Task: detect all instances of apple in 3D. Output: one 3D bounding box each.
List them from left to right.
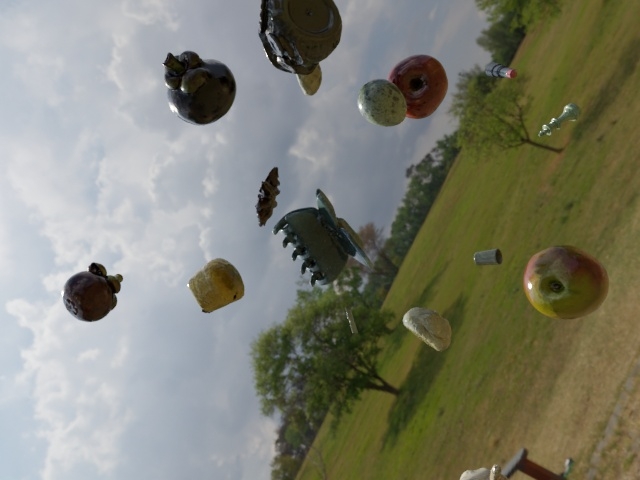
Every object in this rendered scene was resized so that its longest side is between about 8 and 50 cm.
[{"bbox_3d":[0.411,-0.646,2.169,0.261,0.260,0.216,-68,-12,11],"label":"apple"}]

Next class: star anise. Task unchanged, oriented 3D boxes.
[{"bbox_3d":[-0.228,-0.190,2.214,0.288,0.088,0.288,17,-90,-87],"label":"star anise"}]

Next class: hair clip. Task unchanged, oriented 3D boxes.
[{"bbox_3d":[0.000,0.000,1.912,0.238,0.318,0.392,-35,12,6],"label":"hair clip"}]

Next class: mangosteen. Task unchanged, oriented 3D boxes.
[{"bbox_3d":[-0.637,0.150,1.469,0.181,0.145,0.156,-18,-57,-36],"label":"mangosteen"},{"bbox_3d":[-0.452,-0.556,1.856,0.233,0.287,0.287,-49,-2,34],"label":"mangosteen"}]

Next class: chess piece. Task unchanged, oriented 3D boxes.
[{"bbox_3d":[0.765,-0.378,1.653,0.149,0.059,0.059,-36,-16,-4],"label":"chess piece"}]

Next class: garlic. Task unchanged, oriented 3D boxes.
[{"bbox_3d":[0.501,0.721,1.498,0.199,0.199,0.226,-47,-36,-55],"label":"garlic"}]

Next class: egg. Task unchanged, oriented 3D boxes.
[{"bbox_3d":[0.191,-0.414,1.559,0.132,0.172,0.132,-35,41,37],"label":"egg"}]

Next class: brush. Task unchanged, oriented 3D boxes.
[{"bbox_3d":[0.084,0.219,1.395,0.013,0.016,0.084,118,145,-43],"label":"brush"}]

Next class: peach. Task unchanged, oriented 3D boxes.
[{"bbox_3d":[0.708,0.120,1.483,0.231,0.230,0.231,-59,-14,-24],"label":"peach"}]

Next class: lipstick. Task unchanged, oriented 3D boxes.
[{"bbox_3d":[0.653,-0.609,1.840,0.234,0.053,0.054,-90,19,-70],"label":"lipstick"}]

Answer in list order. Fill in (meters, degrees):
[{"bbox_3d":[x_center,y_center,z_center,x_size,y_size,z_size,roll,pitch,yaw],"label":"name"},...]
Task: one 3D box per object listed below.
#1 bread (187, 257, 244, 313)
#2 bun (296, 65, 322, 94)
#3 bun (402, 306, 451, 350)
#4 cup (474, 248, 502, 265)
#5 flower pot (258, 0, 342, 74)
[{"bbox_3d":[-0.395,0.171,1.960,0.170,0.197,0.197,-32,-5,15],"label":"bread"},{"bbox_3d":[-0.046,-0.675,2.059,0.183,0.102,0.183,-19,-90,-85],"label":"bun"},{"bbox_3d":[0.449,0.352,2.116,0.134,0.220,0.220,-53,-14,-5],"label":"bun"},{"bbox_3d":[0.587,0.052,1.792,0.054,0.083,0.075,47,-128,-31],"label":"cup"},{"bbox_3d":[-0.085,-0.735,1.787,0.302,0.301,0.213,-60,14,-20],"label":"flower pot"}]
